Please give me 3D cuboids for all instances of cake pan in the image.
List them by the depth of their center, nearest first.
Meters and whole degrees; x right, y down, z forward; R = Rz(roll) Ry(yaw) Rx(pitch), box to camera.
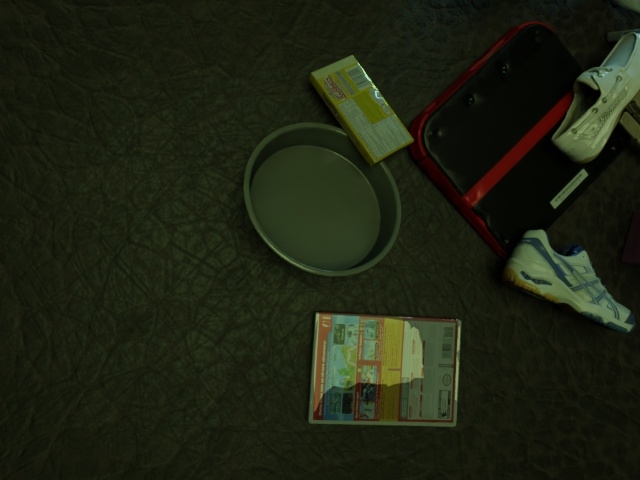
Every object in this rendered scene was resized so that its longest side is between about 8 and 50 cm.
[{"bbox_3d":[0.002,-0.069,1.017,0.293,0.054,0.293,8,67,-19],"label":"cake pan"}]

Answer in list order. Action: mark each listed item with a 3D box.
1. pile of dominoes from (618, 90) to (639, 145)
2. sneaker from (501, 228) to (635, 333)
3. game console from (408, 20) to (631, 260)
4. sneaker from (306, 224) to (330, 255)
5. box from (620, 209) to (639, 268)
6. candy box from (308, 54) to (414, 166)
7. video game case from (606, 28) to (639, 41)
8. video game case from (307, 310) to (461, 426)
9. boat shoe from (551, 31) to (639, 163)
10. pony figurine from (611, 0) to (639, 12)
[{"bbox_3d":[0.715,-0.251,1.204,0.251,0.040,0.196,38,76,-18],"label":"pile of dominoes"},{"bbox_3d":[0.497,0.079,1.099,0.296,0.112,0.131,26,85,-16],"label":"sneaker"},{"bbox_3d":[0.397,-0.205,1.143,0.386,0.060,0.342,-44,101,-8],"label":"game console"},{"bbox_3d":[0.000,0.000,1.069,0.042,0.067,0.118,51,51,-2],"label":"sneaker"},{"bbox_3d":[0.754,0.019,1.091,0.214,0.243,0.117,19,84,-9],"label":"box"},{"bbox_3d":[0.076,-0.243,1.070,0.105,0.027,0.206,-31,84,-25],"label":"candy box"},{"bbox_3d":[0.717,-0.418,1.140,0.201,0.183,0.023,-9,107,-10],"label":"video game case"},{"bbox_3d":[0.123,0.242,1.080,0.285,0.025,0.204,4,87,-10],"label":"video game case"},{"bbox_3d":[0.531,-0.286,1.092,0.096,0.098,0.277,29,86,-13],"label":"boat shoe"},{"bbox_3d":[0.568,-0.616,1.106,0.351,0.303,0.363,24,86,24],"label":"pony figurine"}]
